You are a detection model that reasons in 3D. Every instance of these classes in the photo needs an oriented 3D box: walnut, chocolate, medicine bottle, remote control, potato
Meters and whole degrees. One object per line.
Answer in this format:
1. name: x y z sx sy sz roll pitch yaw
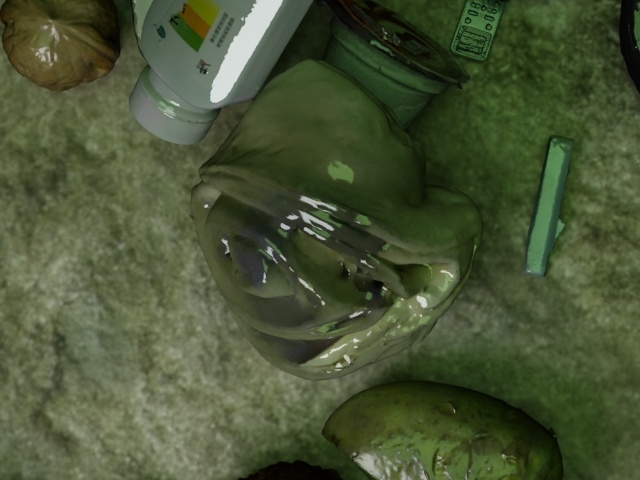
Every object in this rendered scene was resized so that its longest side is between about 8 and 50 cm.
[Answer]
1. walnut: -0.323 -0.265 1.603 0.155 0.184 0.155 0 93 1
2. chocolate: 0.060 -0.204 1.583 0.221 0.221 0.147 41 108 5
3. medicine bottle: -0.120 -0.253 1.496 0.161 0.111 0.296 49 128 17
4. remote control: 0.207 -0.291 1.641 0.053 0.018 0.124 20 90 6
5. potato: 0.148 0.264 1.573 0.298 0.141 0.176 12 76 12

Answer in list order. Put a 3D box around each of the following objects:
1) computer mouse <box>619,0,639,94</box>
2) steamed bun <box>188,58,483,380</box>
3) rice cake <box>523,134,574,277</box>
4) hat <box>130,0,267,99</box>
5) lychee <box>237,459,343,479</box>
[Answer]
1. computer mouse: 0.504 -0.261 1.575 0.269 0.100 0.170 -15 84 8
2. steamed bun: 0.000 0.000 1.490 0.339 0.247 0.352 40 123 3
3. rice cake: 0.290 -0.042 1.620 0.042 0.030 0.180 11 90 3
4. hat: -0.102 -0.329 1.620 0.258 0.168 0.301 16 115 26
5. lychee: -0.050 0.398 1.526 0.267 0.267 0.267 0 88 5
